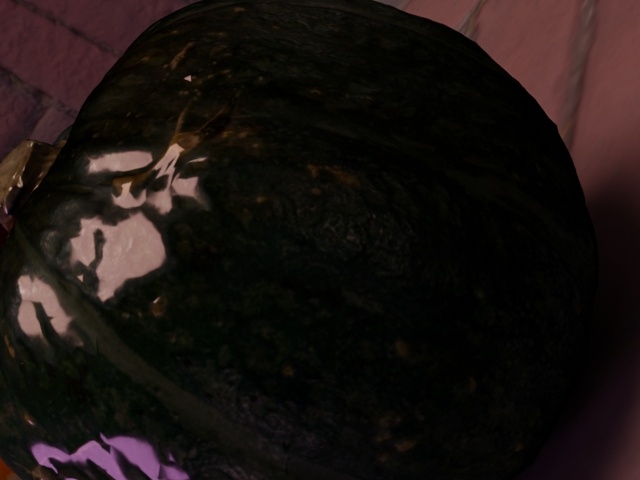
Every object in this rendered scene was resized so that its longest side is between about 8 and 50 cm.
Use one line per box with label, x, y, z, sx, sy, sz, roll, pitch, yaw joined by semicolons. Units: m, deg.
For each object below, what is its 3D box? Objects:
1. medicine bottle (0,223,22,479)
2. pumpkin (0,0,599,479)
medicine bottle;-0.123;0.051;1.143;0.395;0.242;0.242;-39;24;47
pumpkin;0.000;0.000;0.749;0.197;0.263;0.293;-45;22;36
